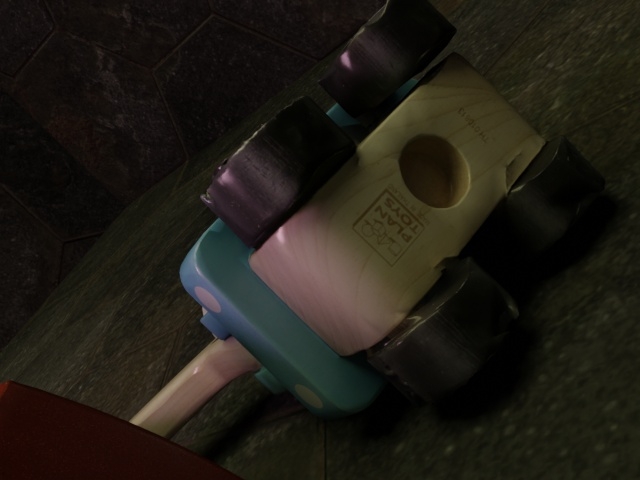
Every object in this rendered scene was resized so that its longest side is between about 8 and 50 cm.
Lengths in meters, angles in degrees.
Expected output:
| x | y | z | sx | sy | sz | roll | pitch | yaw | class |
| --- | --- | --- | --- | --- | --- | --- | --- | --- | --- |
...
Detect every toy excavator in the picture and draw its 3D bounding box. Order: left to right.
| x | y | z | sx | sy | sz | roll | pitch | yaw | class |
| --- | --- | --- | --- | --- | --- | --- | --- | --- | --- |
| -0.033 | 0.064 | 0.746 | 0.433 | 0.222 | 0.445 | -48 | 2 | -28 | toy excavator |

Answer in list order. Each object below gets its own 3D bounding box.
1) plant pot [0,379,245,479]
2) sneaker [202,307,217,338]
| x | y | z | sx | sy | sz | roll | pitch | yaw | class |
| --- | --- | --- | --- | --- | --- | --- | --- | --- | --- |
| -0.205 | 0.260 | 0.561 | 0.267 | 0.236 | 0.267 | -40 | 18 | 15 | plant pot |
| -0.001 | 0.000 | 0.942 | 0.322 | 0.130 | 0.236 | -30 | 31 | 25 | sneaker |
